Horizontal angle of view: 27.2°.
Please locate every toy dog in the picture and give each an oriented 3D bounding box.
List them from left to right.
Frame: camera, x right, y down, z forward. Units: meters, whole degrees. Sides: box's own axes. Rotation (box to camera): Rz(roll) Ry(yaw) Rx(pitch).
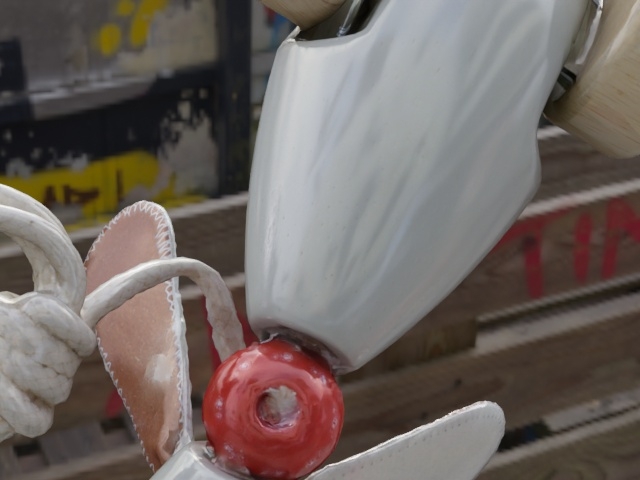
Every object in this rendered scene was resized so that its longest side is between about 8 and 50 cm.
[{"bbox_3d":[0.000,0.000,0.476,0.333,0.220,0.161,-43,3,-6],"label":"toy dog"}]
